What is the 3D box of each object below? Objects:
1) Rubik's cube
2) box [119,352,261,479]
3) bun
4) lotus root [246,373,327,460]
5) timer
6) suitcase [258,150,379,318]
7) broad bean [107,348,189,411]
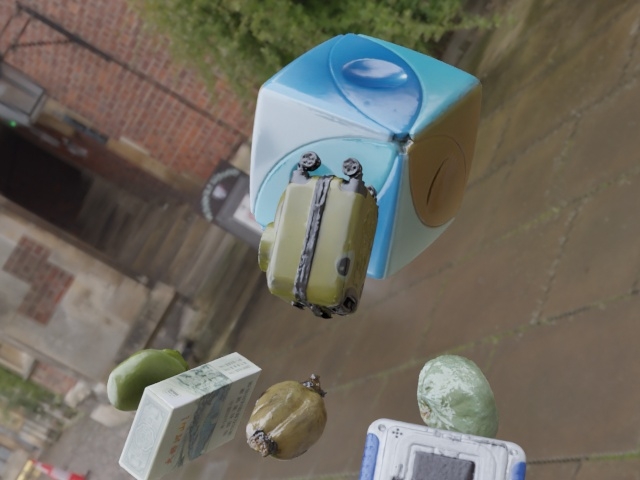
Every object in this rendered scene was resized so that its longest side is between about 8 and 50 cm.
[{"bbox_3d":[0.089,-0.173,1.875,0.352,0.352,0.347,-43,-32,-45],"label":"Rubik's cube"},{"bbox_3d":[-0.224,0.307,1.666,0.256,0.069,0.164,-15,-49,-58],"label":"box"},{"bbox_3d":[0.256,0.321,1.827,0.195,0.118,0.195,165,90,-70],"label":"bun"},{"bbox_3d":[-0.075,0.382,2.005,0.257,0.154,0.140,-31,-36,-58],"label":"lotus root"},{"bbox_3d":[0.185,0.374,1.453,0.078,0.253,0.178,89,-169,-54],"label":"timer"},{"bbox_3d":[0.000,0.000,1.465,0.194,0.143,0.234,46,-124,-73],"label":"suitcase"},{"bbox_3d":[-0.342,0.280,1.904,0.082,0.174,0.124,14,102,43],"label":"broad bean"}]
